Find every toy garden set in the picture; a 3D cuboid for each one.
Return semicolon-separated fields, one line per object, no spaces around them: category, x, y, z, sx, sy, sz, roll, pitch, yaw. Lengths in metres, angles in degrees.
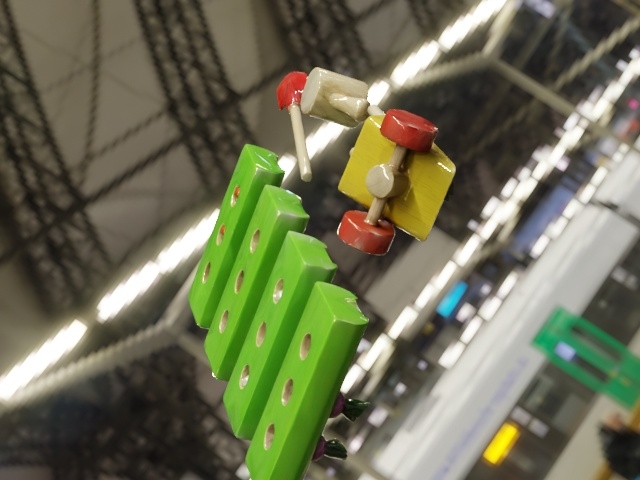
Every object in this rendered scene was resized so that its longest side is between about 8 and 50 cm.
toy garden set;0.000;0.000;0.920;0.244;0.049;0.203;-118;47;-63
